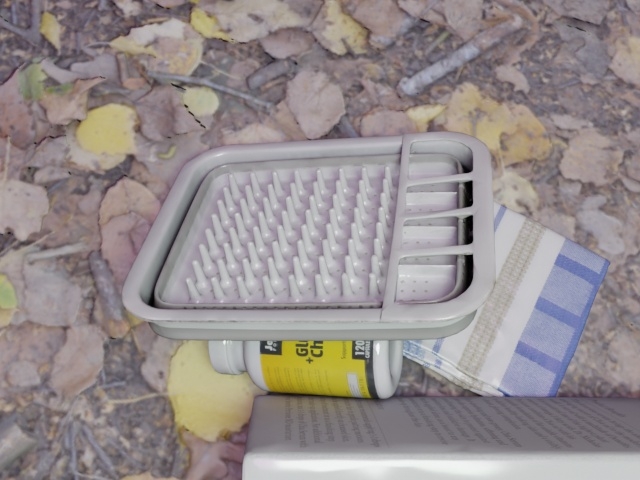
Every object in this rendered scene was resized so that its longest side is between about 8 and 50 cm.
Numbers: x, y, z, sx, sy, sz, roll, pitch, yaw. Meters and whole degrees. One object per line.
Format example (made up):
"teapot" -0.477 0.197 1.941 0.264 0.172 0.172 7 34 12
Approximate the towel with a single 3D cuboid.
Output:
"towel" 0.152 0.047 0.863 0.285 0.034 0.209 26 76 4

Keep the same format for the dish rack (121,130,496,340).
"dish rack" 0.000 0.000 0.770 0.332 0.072 0.286 -1 39 11

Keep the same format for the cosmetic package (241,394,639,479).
"cosmetic package" 0.160 0.237 0.699 0.453 0.230 0.162 0 90 -2

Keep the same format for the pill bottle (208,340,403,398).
"pill bottle" -0.014 0.102 0.790 0.184 0.103 0.103 0 74 16
